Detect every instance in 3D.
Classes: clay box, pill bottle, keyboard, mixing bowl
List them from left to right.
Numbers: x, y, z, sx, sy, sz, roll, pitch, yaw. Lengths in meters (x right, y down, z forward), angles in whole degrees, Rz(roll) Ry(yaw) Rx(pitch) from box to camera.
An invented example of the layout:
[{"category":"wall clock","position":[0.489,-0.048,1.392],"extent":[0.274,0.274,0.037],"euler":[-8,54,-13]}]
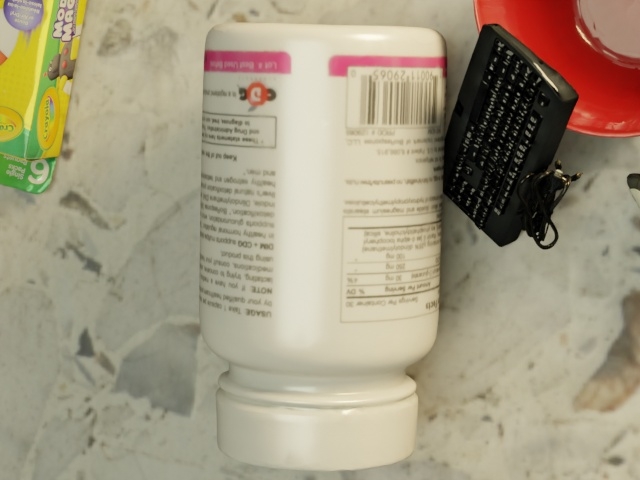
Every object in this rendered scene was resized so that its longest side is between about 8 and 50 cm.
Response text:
[{"category":"clay box","position":[-0.247,-0.152,1.227],"extent":[0.127,0.053,0.222],"euler":[15,100,20]},{"category":"pill bottle","position":[0.000,0.000,1.087],"extent":[0.160,0.160,0.283],"euler":[4,97,21]},{"category":"keyboard","position":[0.115,-0.049,1.037],"extent":[0.100,0.192,0.038],"euler":[40,66,15]},{"category":"mixing bowl","position":[0.196,-0.155,1.028],"extent":[0.181,0.098,0.181],"euler":[2,95,22]}]

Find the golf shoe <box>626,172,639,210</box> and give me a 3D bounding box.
[{"category":"golf shoe","position":[0.273,-0.066,1.024],"extent":[0.186,0.067,0.086],"euler":[-45,78,19]}]
